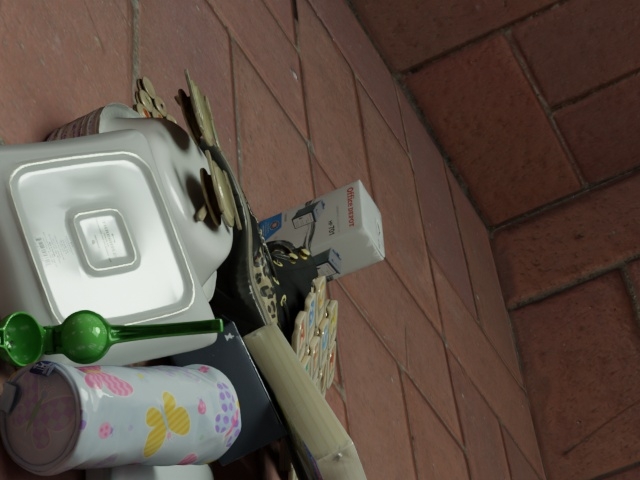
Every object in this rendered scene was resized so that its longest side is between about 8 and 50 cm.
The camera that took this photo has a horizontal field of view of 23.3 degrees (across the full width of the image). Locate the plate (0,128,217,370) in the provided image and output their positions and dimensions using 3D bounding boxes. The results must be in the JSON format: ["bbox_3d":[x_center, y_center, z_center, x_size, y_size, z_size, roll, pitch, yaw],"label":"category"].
[{"bbox_3d":[-0.251,0.006,1.720,0.278,0.045,0.277,-12,78,-45],"label":"plate"}]

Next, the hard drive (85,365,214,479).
[{"bbox_3d":[-0.182,0.321,1.711,0.233,0.047,0.353,53,20,-41],"label":"hard drive"}]

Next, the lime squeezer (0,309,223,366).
[{"bbox_3d":[-0.261,0.090,1.573,0.310,0.110,0.058,1,63,-27],"label":"lime squeezer"}]

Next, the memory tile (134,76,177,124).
[{"bbox_3d":[-0.235,-0.168,2.330,0.148,0.012,0.113,56,18,-31],"label":"memory tile"}]

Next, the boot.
[{"bbox_3d":[-0.106,0.034,2.226,0.284,0.138,0.377,-23,93,-74],"label":"boot"}]

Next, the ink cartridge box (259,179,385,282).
[{"bbox_3d":[0.000,0.000,2.537,0.082,0.191,0.139,57,18,-32],"label":"ink cartridge box"}]

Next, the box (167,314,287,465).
[{"bbox_3d":[-0.123,0.184,1.940,0.156,0.093,0.158,65,-8,-4],"label":"box"}]

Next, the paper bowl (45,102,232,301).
[{"bbox_3d":[-0.215,-0.041,1.955,0.284,0.148,0.284,57,17,-28],"label":"paper bowl"}]

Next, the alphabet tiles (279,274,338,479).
[{"bbox_3d":[-0.015,0.204,2.221,0.284,0.021,0.278,-61,156,-62],"label":"alphabet tiles"}]

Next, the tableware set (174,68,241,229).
[{"bbox_3d":[-0.149,-0.105,1.924,0.128,0.039,0.194,55,20,-76],"label":"tableware set"}]

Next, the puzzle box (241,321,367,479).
[{"bbox_3d":[0.021,0.332,1.992,0.272,0.052,0.409,52,-16,53],"label":"puzzle box"}]

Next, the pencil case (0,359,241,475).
[{"bbox_3d":[-0.205,0.182,1.607,0.273,0.124,0.113,8,88,-54],"label":"pencil case"}]
